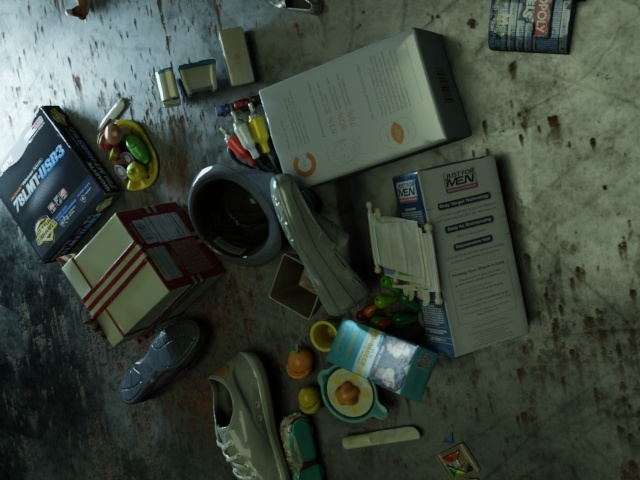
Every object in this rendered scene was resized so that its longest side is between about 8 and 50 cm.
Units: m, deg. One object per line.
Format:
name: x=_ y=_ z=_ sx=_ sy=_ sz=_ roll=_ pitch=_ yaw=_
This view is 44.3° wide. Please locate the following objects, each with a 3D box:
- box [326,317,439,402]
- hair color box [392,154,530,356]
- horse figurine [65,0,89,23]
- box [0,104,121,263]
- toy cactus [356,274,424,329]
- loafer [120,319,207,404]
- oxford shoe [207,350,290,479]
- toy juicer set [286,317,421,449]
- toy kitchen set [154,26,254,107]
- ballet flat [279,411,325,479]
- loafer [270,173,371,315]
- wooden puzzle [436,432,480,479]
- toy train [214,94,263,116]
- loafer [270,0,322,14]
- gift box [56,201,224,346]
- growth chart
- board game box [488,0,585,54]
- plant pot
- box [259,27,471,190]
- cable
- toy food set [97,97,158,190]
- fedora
box: x=0.117 y=0.232 z=1.553 sx=0.244 sy=0.060 sz=0.101 roll=13 pitch=79 yaw=55
hair color box: x=0.266 y=0.027 z=1.488 sx=0.105 sy=0.173 sz=0.348 roll=178 pitch=80 yaw=-68
horse figurine: x=-0.606 y=-0.664 z=1.844 sx=0.066 sy=0.174 sz=0.264 roll=-5 pitch=83 yaw=36
box: x=-0.688 y=-0.142 z=2.015 sx=0.295 sy=0.073 sz=0.293 roll=-41 pitch=81 yaw=26
toy cactus: x=0.192 y=0.130 z=1.610 sx=0.180 sy=0.112 sz=0.219 roll=39 pitch=113 yaw=-5
loafer: x=-0.371 y=0.298 z=1.931 sx=0.302 sy=0.095 sz=0.109 roll=-42 pitch=56 yaw=22
oxford shoe: x=-0.165 y=0.482 z=1.797 sx=0.169 sy=0.130 sz=0.450 roll=-13 pitch=90 yaw=58
toy juicer set: x=0.040 y=0.349 z=1.717 sx=0.209 sy=0.089 sz=0.329 roll=-40 pitch=81 yaw=27
toy kitchen set: x=-0.267 y=-0.384 z=1.761 sx=0.207 sy=0.166 sz=0.122 roll=-13 pitch=95 yaw=-8
ballet flat: x=-0.044 y=0.509 z=1.806 sx=0.077 sy=0.091 sz=0.241 roll=-3 pitch=94 yaw=58
loafer: x=0.000 y=0.000 z=1.555 sx=0.111 sy=0.112 sz=0.320 roll=-29 pitch=114 yaw=-5
wooden puzzle: x=0.290 y=0.470 z=1.654 sx=0.078 sy=0.014 sz=0.116 roll=-44 pitch=78 yaw=26
toy train: x=-0.172 y=-0.300 z=1.740 sx=0.158 sy=0.036 sz=0.027 roll=-11 pitch=94 yaw=28
loafer: x=-0.057 y=-0.501 z=1.643 sx=0.125 sy=0.039 sz=0.045 roll=20 pitch=108 yaw=23
gift box: x=-0.431 y=0.076 z=1.812 sx=0.258 sy=0.276 sz=0.255 roll=-42 pitch=74 yaw=28
growth chart: x=0.154 y=0.026 z=1.486 sx=0.237 sy=0.021 sz=0.172 roll=23 pitch=123 yaw=60
board game box: x=0.405 y=-0.436 z=1.408 sx=0.194 sy=0.060 sz=0.194 roll=9 pitch=103 yaw=26
plant pot: x=-0.029 y=0.091 z=1.702 sx=0.109 sy=0.096 sz=0.109 roll=28 pitch=111 yaw=21
box: x=0.086 y=-0.249 z=1.543 sx=0.345 sy=0.168 sz=0.215 roll=-16 pitch=92 yaw=28
cable: x=-0.122 y=-0.151 z=1.721 sx=0.139 sy=0.072 sz=0.287 roll=-34 pitch=83 yaw=33
toy food set: x=-0.482 y=-0.221 z=1.893 sx=0.128 sy=0.071 sz=0.218 roll=-34 pitch=83 yaw=28
fedora: x=-0.159 y=-0.071 z=1.702 sx=0.244 sy=0.124 sz=0.275 roll=49 pitch=138 yaw=-2
